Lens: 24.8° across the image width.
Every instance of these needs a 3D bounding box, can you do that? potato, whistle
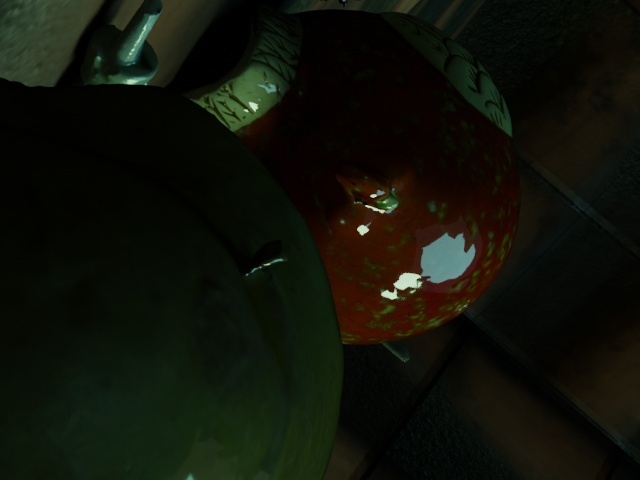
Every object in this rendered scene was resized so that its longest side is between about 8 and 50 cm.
[{"bbox_3d":[-0.153,0.083,0.387,0.351,0.202,0.218,-36,-173,-11],"label":"potato"},{"bbox_3d":[-0.098,-0.078,0.687,0.035,0.035,0.100,-48,178,-45],"label":"whistle"}]

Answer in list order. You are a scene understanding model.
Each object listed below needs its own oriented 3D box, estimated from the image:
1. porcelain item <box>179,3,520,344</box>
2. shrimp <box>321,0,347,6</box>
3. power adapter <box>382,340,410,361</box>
[{"bbox_3d":[0.016,-0.045,0.967,0.253,0.253,0.253,-49,178,-2],"label":"porcelain item"},{"bbox_3d":[0.035,-0.225,1.019,0.124,0.034,0.178,-56,174,0],"label":"shrimp"},{"bbox_3d":[0.000,0.000,1.274,0.187,0.255,0.124,-50,-179,19],"label":"power adapter"}]
